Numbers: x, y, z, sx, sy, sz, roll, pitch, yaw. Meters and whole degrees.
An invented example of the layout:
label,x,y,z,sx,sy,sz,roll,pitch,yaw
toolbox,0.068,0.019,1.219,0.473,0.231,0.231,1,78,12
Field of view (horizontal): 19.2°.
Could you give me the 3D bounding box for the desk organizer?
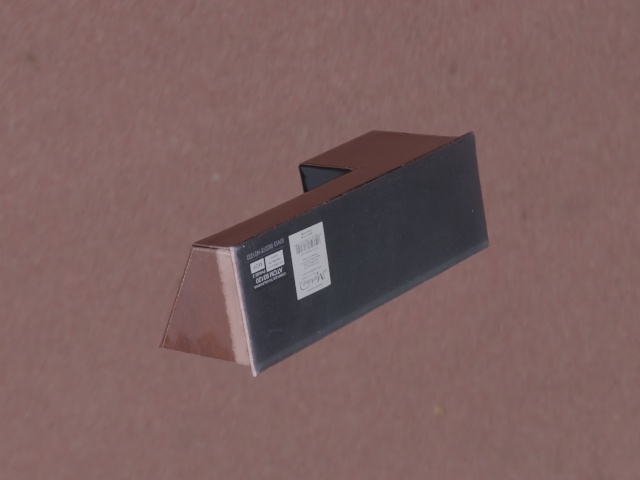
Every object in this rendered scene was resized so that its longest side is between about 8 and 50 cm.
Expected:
label,x,y,z,sx,sy,sz,roll,pitch,yaw
desk organizer,0.000,0.000,0.682,0.050,0.130,0.047,8,115,42
